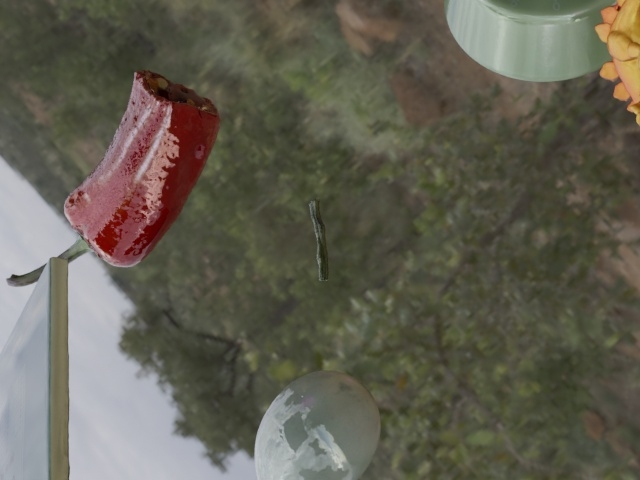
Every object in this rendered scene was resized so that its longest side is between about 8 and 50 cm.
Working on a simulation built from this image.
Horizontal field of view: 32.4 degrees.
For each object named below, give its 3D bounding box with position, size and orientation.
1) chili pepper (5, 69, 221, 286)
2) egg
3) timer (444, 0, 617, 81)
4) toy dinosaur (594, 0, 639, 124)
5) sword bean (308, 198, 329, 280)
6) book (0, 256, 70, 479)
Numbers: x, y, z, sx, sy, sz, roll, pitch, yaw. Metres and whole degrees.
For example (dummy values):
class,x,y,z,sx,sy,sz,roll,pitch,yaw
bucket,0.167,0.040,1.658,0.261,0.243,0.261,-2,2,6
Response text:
class,x,y,z,sx,sy,sz,roll,pitch,yaw
chili pepper,-0.247,-0.040,1.392,0.131,0.338,0.134,18,-161,-46
egg,-0.009,0.266,1.450,0.151,0.209,0.151,29,-160,-11
timer,0.306,-0.413,1.479,0.291,0.291,0.315,47,169,25
toy dinosaur,0.389,-0.240,1.370,0.117,0.071,0.288,-143,40,-68
sword bean,0.000,0.000,0.951,0.012,0.012,0.083,59,-160,-57
book,-0.325,0.235,1.188,0.031,0.264,0.379,15,-140,-26
